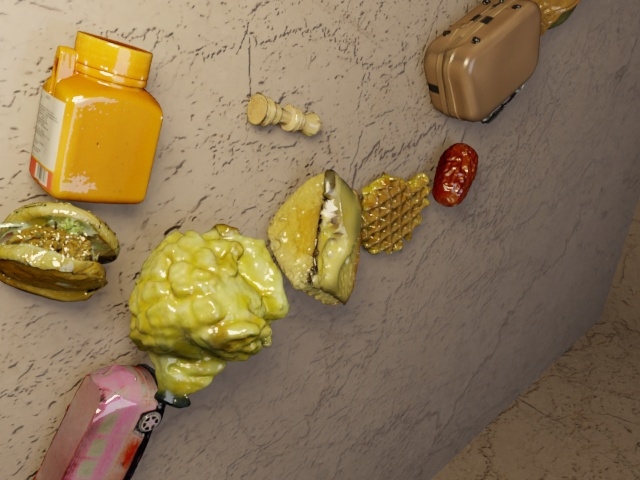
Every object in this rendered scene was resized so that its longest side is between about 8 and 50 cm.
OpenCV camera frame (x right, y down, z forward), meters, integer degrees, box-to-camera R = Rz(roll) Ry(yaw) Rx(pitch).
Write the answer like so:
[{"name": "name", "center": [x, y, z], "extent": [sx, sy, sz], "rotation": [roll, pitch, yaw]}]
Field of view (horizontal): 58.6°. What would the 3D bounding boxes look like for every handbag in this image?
[{"name": "handbag", "center": [0.397, -0.409, 1.381], "extent": [0.302, 0.149, 0.283], "rotation": [-43, 136, -21]}]

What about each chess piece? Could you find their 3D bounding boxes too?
[{"name": "chess piece", "center": [-0.059, -0.234, 1.090], "extent": [0.172, 0.060, 0.060], "rotation": [2, 113, -49]}]

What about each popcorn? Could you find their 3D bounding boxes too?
[{"name": "popcorn", "center": [-0.191, 0.115, 1.010], "extent": [0.237, 0.293, 0.293], "rotation": [-80, 164, -48]}]

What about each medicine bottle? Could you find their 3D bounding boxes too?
[{"name": "medicine bottle", "center": [-0.314, -0.172, 0.816], "extent": [0.149, 0.112, 0.222], "rotation": [1, 113, -46]}]

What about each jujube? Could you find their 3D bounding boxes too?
[{"name": "jujube", "center": [0.351, -0.171, 1.502], "extent": [0.112, 0.109, 0.176], "rotation": [39, 66, -31]}]

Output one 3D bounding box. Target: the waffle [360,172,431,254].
[{"name": "waffle", "center": [0.181, -0.080, 1.435], "extent": [0.249, 0.056, 0.253], "rotation": [-57, 140, -2]}]

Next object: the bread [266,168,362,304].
[{"name": "bread", "center": [0.000, 0.000, 1.222], "extent": [0.204, 0.162, 0.262], "rotation": [32, 67, -49]}]

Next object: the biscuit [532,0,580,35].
[{"name": "biscuit", "center": [0.572, -0.606, 1.408], "extent": [0.144, 0.040, 0.236], "rotation": [14, 141, -33]}]

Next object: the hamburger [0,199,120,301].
[{"name": "hamburger", "center": [-0.383, 0.011, 0.821], "extent": [0.185, 0.177, 0.113], "rotation": [39, 54, -44]}]

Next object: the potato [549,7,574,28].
[{"name": "potato", "center": [0.629, -0.669, 1.486], "extent": [0.269, 0.112, 0.255], "rotation": [-37, 137, -21]}]

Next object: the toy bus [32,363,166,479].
[{"name": "toy bus", "center": [-0.407, 0.374, 1.057], "extent": [0.147, 0.127, 0.303], "rotation": [19, 100, -47]}]
